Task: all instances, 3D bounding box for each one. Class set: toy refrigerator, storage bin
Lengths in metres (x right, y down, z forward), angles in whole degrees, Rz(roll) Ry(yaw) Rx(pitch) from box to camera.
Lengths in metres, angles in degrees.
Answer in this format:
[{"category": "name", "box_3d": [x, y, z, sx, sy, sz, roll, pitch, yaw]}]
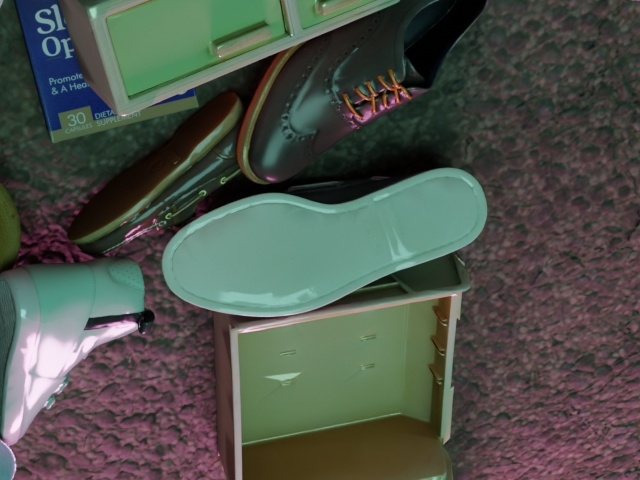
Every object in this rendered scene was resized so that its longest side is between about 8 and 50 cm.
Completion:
[{"category": "toy refrigerator", "box_3d": [-0.071, -0.208, 1.110, 0.269, 0.094, 0.102, -25, 128, -19]}, {"category": "storage bin", "box_3d": [0.022, 0.142, 1.389, 0.260, 0.123, 0.262, -9, 124, -14]}]

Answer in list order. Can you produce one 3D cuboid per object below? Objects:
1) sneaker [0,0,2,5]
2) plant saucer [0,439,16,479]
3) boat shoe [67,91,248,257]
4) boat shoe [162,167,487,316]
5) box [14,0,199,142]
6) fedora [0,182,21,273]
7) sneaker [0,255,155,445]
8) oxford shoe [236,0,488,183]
[{"category": "sneaker", "box_3d": [-0.316, -0.271, 1.023, 0.090, 0.095, 0.235, -22, 107, 1]}, {"category": "plant saucer", "box_3d": [-0.386, 0.217, 1.254, 0.195, 0.037, 0.195, -17, 144, -12]}, {"category": "boat shoe", "box_3d": [-0.135, -0.047, 1.238, 0.207, 0.073, 0.073, -36, 125, 5]}, {"category": "boat shoe", "box_3d": [0.000, 0.000, 1.296, 0.319, 0.099, 0.116, -14, 94, -14]}, {"category": "box", "box_3d": [-0.190, -0.200, 1.142, 0.136, 0.036, 0.225, -15, 125, -10]}, {"category": "fedora", "box_3d": [-0.355, -0.016, 1.168, 0.194, 0.079, 0.194, -10, 133, -11]}, {"category": "sneaker", "box_3d": [-0.239, 0.109, 1.272, 0.151, 0.094, 0.256, -10, 148, -30]}, {"category": "oxford shoe", "box_3d": [0.035, -0.148, 1.190, 0.271, 0.098, 0.097, -48, 132, 1]}]
